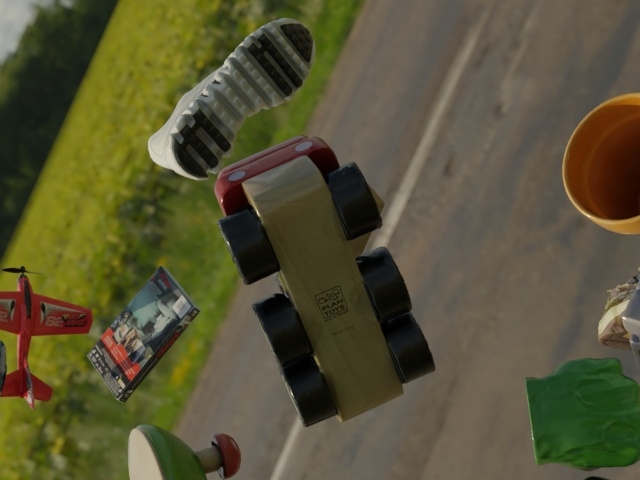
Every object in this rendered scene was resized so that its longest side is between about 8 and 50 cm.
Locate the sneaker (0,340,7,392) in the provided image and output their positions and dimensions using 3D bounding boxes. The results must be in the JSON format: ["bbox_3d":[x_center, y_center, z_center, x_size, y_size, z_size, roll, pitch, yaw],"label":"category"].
[{"bbox_3d":[-0.380,0.232,1.518,0.125,0.140,0.340,-121,45,-84],"label":"sneaker"}]

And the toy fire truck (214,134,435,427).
[{"bbox_3d":[0.000,0.000,1.424,0.158,0.217,0.246,-25,27,-5],"label":"toy fire truck"}]

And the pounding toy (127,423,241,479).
[{"bbox_3d":[-0.122,0.291,1.833,0.237,0.110,0.183,-132,35,-55],"label":"pounding toy"}]

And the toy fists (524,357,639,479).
[{"bbox_3d":[0.328,0.278,2.018,0.096,0.142,0.279,33,-130,-81],"label":"toy fists"}]

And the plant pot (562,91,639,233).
[{"bbox_3d":[0.491,-0.089,2.526,0.205,0.188,0.205,-15,62,30],"label":"plant pot"}]

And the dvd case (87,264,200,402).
[{"bbox_3d":[-0.175,0.091,1.675,0.119,0.013,0.087,-52,39,5],"label":"dvd case"}]

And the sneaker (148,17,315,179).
[{"bbox_3d":[-0.125,-0.202,2.340,0.292,0.110,0.118,-45,24,-23],"label":"sneaker"}]

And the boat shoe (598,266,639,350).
[{"bbox_3d":[0.420,0.069,2.175,0.257,0.095,0.095,139,144,-70],"label":"boat shoe"}]

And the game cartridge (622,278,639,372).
[{"bbox_3d":[0.405,0.097,1.739,0.230,0.068,0.355,-56,-37,-23],"label":"game cartridge"}]

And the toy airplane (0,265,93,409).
[{"bbox_3d":[-0.289,0.096,1.670,0.028,0.151,0.151,-27,35,45],"label":"toy airplane"}]
